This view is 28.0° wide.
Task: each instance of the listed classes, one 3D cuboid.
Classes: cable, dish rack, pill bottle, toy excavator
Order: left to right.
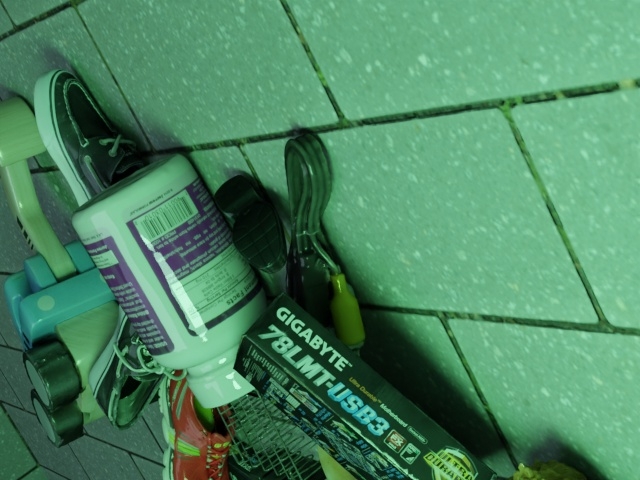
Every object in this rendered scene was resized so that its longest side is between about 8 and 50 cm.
[{"bbox_3d":[-0.435,0.048,2.081,0.445,0.222,0.433,54,155,23],"label":"toy excavator"},{"bbox_3d":[-0.172,0.055,1.634,0.301,0.169,0.169,61,155,-11],"label":"pill bottle"},{"bbox_3d":[-0.084,0.254,1.842,0.208,0.074,0.271,1,120,59],"label":"dish rack"},{"bbox_3d":[0.000,0.000,1.430,0.139,0.072,0.287,-131,32,-56],"label":"cable"}]

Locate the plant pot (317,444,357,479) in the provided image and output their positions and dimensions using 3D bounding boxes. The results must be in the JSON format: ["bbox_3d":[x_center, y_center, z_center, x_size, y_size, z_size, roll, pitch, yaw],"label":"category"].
[{"bbox_3d":[0.085,0.337,1.685,0.236,0.032,0.236,41,151,29],"label":"plant pot"}]

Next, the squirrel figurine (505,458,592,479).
[{"bbox_3d":[0.156,0.421,1.257,0.281,0.370,0.397,39,150,32],"label":"squirrel figurine"}]

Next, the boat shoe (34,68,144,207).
[{"bbox_3d":[-0.288,-0.101,1.743,0.102,0.108,0.301,-20,91,32],"label":"boat shoe"}]

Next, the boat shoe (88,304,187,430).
[{"bbox_3d":[-0.252,0.160,1.864,0.306,0.113,0.105,-54,49,33],"label":"boat shoe"}]

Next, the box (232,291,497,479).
[{"bbox_3d":[0.035,0.198,1.435,0.293,0.073,0.295,40,166,4],"label":"box"}]

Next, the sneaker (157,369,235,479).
[{"bbox_3d":[-0.179,0.320,1.989,0.118,0.107,0.279,-6,98,46],"label":"sneaker"}]

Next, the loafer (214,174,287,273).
[{"bbox_3d":[-0.068,-0.011,1.476,0.061,0.062,0.170,50,-172,-38],"label":"loafer"}]

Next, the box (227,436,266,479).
[{"bbox_3d":[-0.100,0.430,2.104,0.175,0.051,0.220,23,139,49],"label":"box"}]
